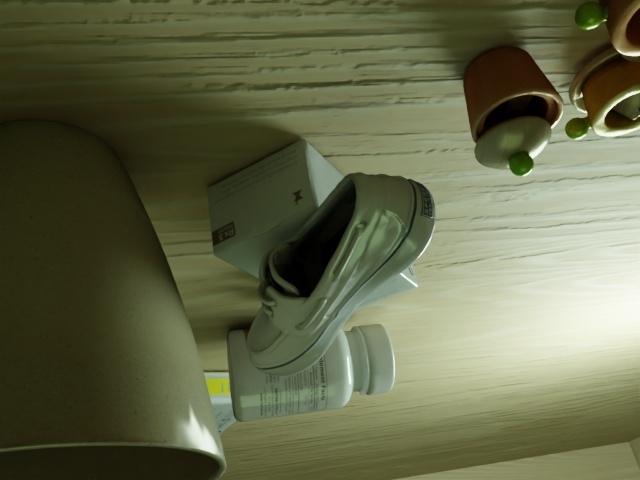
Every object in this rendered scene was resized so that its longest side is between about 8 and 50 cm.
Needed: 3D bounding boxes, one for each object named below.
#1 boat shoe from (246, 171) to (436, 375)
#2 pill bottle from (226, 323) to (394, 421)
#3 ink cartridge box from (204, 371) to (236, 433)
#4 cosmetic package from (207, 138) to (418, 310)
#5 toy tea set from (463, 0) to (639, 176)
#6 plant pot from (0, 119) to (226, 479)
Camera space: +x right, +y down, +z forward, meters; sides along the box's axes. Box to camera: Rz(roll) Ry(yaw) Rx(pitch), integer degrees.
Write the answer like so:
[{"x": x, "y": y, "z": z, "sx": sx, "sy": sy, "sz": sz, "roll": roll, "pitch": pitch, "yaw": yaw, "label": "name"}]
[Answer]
[{"x": -0.012, "y": 0.031, "z": 0.559, "sx": 0.084, "sy": 0.095, "sz": 0.258, "roll": 14, "pitch": 131, "yaw": -31, "label": "boat shoe"}, {"x": -0.016, "y": 0.183, "z": 0.937, "sx": 0.229, "sy": 0.131, "sz": 0.131, "roll": -5, "pitch": 150, "yaw": -12, "label": "pill bottle"}, {"x": -0.308, "y": 0.307, "z": 1.127, "sx": 0.307, "sy": 0.072, "sz": 0.303, "roll": 9, "pitch": 146, "yaw": -28, "label": "ink cartridge box"}, {"x": 0.000, "y": 0.000, "z": 0.670, "sx": 0.117, "sy": 0.085, "sz": 0.231, "roll": -24, "pitch": 147, "yaw": 20, "label": "cosmetic package"}, {"x": 0.276, "y": -0.134, "z": 0.482, "sx": 0.336, "sy": 0.124, "sz": 0.200, "roll": -33, "pitch": 145, "yaw": 33, "label": "toy tea set"}, {"x": -0.213, "y": 0.054, "z": 0.491, "sx": 0.257, "sy": 0.274, "sz": 0.256, "roll": -8, "pitch": 150, "yaw": -5, "label": "plant pot"}]
